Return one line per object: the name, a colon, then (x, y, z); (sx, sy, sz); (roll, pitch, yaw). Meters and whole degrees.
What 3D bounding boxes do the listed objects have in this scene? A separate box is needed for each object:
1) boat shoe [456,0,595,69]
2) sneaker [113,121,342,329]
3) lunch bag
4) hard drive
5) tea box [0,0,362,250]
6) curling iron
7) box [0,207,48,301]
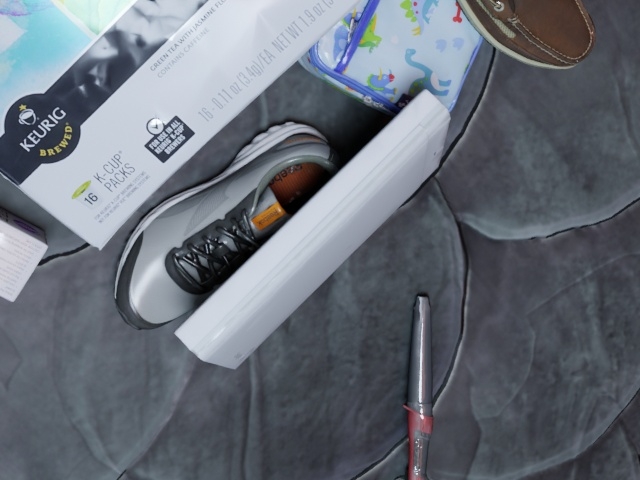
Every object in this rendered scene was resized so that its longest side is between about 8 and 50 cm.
boat shoe: (0.173, -0.243, 0.854); (0.257, 0.095, 0.095); (32, 86, -24)
sneaker: (-0.091, -0.013, 0.908); (0.271, 0.108, 0.100); (-42, 116, -4)
lunch bag: (0.082, -0.239, 0.924); (0.176, 0.090, 0.219); (26, 93, -22)
hard drive: (0.000, 0.000, 0.903); (0.040, 0.203, 0.307); (44, 85, 10)
tea box: (-0.176, -0.237, 0.719); (0.329, 0.220, 0.323); (-43, 114, 11)
curling iron: (0.107, 0.198, 1.070); (0.035, 0.068, 0.274); (-2, 100, -19)
box: (-0.397, -0.052, 0.805); (0.324, 0.063, 0.067); (31, 92, -25)
